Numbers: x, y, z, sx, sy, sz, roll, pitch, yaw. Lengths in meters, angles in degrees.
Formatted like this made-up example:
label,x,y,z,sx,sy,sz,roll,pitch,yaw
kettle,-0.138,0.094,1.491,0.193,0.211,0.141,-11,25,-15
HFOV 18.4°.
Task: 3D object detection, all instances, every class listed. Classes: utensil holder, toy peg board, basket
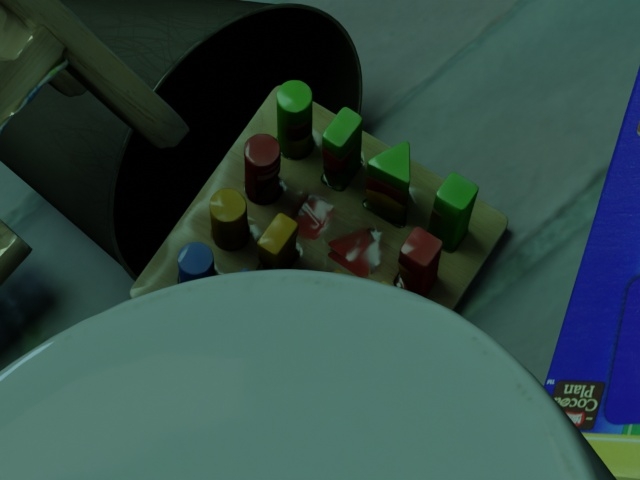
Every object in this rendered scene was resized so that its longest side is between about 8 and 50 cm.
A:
label,x,y,z,sx,sy,sz,roll,pitch,yaw
utensil holder,0.031,0.239,0.720,0.327,0.385,0.327,-16,48,19
toy peg board,0.000,0.000,1.103,0.161,0.079,0.160,31,71,11
basket,-0.120,-0.083,1.254,0.227,0.154,0.204,22,61,46

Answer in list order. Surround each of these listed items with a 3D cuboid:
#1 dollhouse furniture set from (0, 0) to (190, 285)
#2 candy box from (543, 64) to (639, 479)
label,x,y,z,sx,sy,sz,roll,pitch,yaw
dollhouse furniture set,-0.260,0.029,1.059,0.362,0.256,0.394,-49,30,-5
candy box,0.269,0.012,0.947,0.268,0.122,0.317,1,57,32
